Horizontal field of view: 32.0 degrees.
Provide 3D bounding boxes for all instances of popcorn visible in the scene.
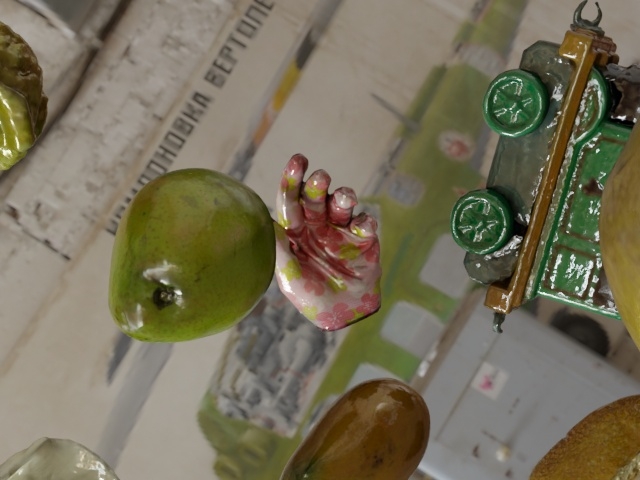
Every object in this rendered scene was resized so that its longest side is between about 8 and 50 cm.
[{"bbox_3d":[-0.392,-0.159,1.217,0.198,0.155,0.197,-17,-29,-9],"label":"popcorn"}]

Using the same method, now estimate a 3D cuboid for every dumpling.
[{"bbox_3d":[-0.367,0.422,1.567,0.243,0.318,0.187,-31,12,-7],"label":"dumpling"}]

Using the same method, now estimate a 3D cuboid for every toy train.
[{"bbox_3d":[0.314,-0.072,1.369,0.178,0.249,0.429,-15,-58,-64],"label":"toy train"}]

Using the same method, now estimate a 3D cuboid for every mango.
[{"bbox_3d":[0.040,0.260,1.332,0.221,0.120,0.151,-45,-35,-17],"label":"mango"}]

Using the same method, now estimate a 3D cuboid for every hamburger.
[{"bbox_3d":[0.378,0.303,1.443,0.283,0.144,0.156,-47,24,-4],"label":"hamburger"}]

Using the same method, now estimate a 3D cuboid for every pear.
[{"bbox_3d":[-0.142,0.020,1.194,0.187,0.187,0.220,-60,-10,32],"label":"pear"}]

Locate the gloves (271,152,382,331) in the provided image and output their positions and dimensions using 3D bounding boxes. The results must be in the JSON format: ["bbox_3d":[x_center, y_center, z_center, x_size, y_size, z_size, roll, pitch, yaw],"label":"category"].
[{"bbox_3d":[0.001,-0.005,1.407,0.126,0.145,0.241,-83,-21,-68],"label":"gloves"}]

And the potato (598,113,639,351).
[{"bbox_3d":[0.326,0.060,0.808,0.290,0.296,0.397,-38,-28,-38],"label":"potato"}]
